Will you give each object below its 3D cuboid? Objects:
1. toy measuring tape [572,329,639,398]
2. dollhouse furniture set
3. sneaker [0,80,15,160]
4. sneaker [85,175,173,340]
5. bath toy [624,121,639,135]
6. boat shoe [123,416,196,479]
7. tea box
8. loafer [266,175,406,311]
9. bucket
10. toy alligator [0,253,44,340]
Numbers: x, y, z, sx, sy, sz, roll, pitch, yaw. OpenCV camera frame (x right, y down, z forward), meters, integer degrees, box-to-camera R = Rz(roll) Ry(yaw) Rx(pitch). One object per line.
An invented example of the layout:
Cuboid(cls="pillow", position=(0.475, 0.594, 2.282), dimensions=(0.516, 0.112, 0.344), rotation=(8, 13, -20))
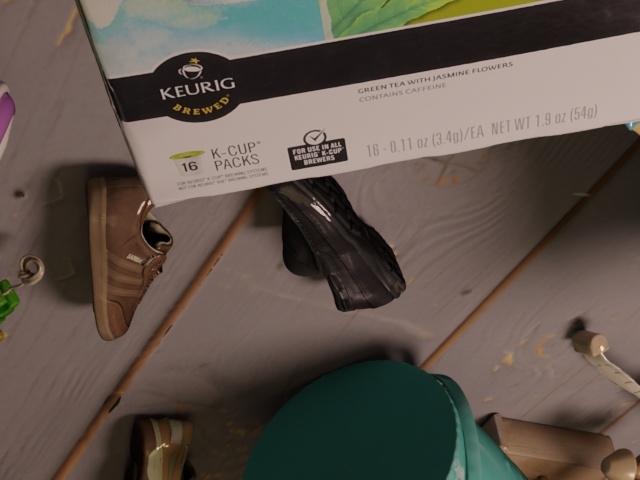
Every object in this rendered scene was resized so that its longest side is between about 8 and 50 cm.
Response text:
Cuboid(cls="toy measuring tape", position=(0.409, 0.157, 1.368), dimensions=(0.330, 0.121, 0.121), rotation=(38, 123, -21))
Cuboid(cls="dollhouse furniture set", position=(0.254, 0.386, 1.392), dimensions=(0.173, 0.356, 0.303), rotation=(13, 136, -24))
Cuboid(cls="sneaker", position=(-0.346, -0.034, 0.982), dimensions=(0.152, 0.114, 0.305), rotation=(25, 126, -17))
Cuboid(cls="sneaker", position=(-0.160, 0.021, 1.096), dimensions=(0.071, 0.066, 0.188), rotation=(-4, 141, -9))
Cuboid(cls="bath toy", position=(0.354, -0.193, 0.878), dimensions=(0.348, 0.151, 0.129), rotation=(-36, 149, 26))
Cuboid(cls="boat shoe", position=(-0.168, 0.258, 1.383), dimensions=(0.072, 0.068, 0.190), rotation=(-7, 142, -22))
Cuboid(cls="tea box", position=(0.021, -0.223, 0.722), dimensions=(0.328, 0.220, 0.324), rotation=(-11, 140, 2))
Cuboid(cls="loafer", position=(0.000, 0.000, 1.095), dimensions=(0.078, 0.076, 0.223), rotation=(-29, 141, 10))
Cuboid(cls="bucket", position=(0.068, 0.266, 1.282), dimensions=(0.281, 0.281, 0.183), rotation=(-24, 130, 17))
Cuboid(cls="toy alligator", position=(-0.294, 0.063, 1.135), dimensions=(0.189, 0.056, 0.051), rotation=(-35, 176, 26))
